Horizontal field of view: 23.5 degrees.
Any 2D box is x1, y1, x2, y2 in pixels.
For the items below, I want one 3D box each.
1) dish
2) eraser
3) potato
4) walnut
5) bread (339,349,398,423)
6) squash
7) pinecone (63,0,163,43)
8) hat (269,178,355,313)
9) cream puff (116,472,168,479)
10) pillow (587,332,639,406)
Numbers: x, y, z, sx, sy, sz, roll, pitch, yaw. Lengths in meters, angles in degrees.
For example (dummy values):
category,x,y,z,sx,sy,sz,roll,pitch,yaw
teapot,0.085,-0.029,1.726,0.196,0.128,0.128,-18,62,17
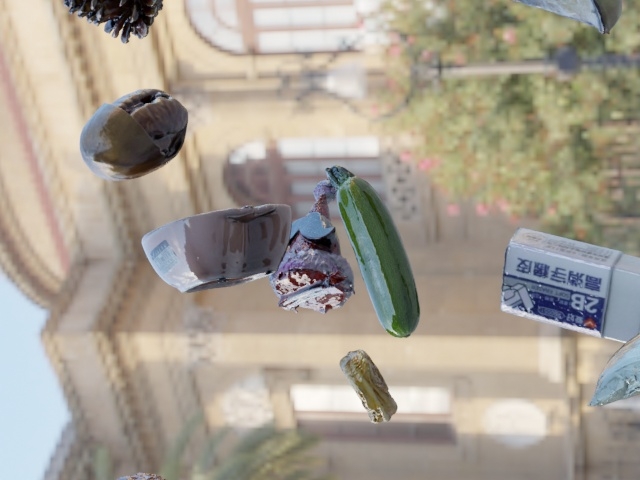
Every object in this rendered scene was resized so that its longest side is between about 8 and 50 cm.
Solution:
category,x,y,z,sx,sy,sz,roll,pitch,yaw
dish,-0.135,0.018,2.098,0.213,0.213,0.090,15,-119,-76
eraser,0.375,0.067,2.250,0.068,0.210,0.125,-43,-38,-55
potato,0.284,-0.351,1.909,0.100,0.261,0.120,-34,-52,-24
walnut,-0.238,-0.141,2.019,0.207,0.115,0.116,-29,-61,-58
bread,0.065,0.198,2.067,0.111,0.044,0.083,59,-177,-30
squash,0.076,0.009,2.029,0.066,0.066,0.252,33,-144,-73
pinecone,-0.225,-0.266,1.669,0.102,0.109,0.102,-178,90,-84
hat,-0.001,-0.002,2.315,0.140,0.128,0.227,130,154,-54
cream puff,-0.295,0.506,2.552,0.164,0.240,0.240,66,-154,-74
pillow,0.382,0.100,1.564,0.148,0.229,0.050,-33,-86,-55
